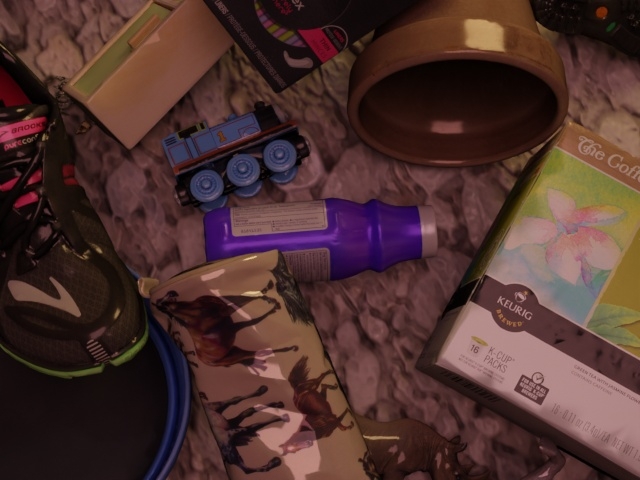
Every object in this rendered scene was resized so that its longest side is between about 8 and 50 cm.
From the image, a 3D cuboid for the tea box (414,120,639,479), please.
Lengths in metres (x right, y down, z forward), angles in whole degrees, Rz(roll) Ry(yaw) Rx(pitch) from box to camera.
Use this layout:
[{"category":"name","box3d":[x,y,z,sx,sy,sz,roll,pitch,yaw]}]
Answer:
[{"category":"tea box","box3d":[0.338,0.089,1.444,0.329,0.220,0.324,29,82,2]}]

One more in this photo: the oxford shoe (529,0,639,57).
[{"category":"oxford shoe","box3d":[0.361,-0.295,1.565,0.227,0.096,0.083,13,106,-21]}]

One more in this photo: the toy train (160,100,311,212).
[{"category":"toy train","box3d":[-0.107,-0.108,1.529,0.184,0.080,0.105,-23,78,-5]}]

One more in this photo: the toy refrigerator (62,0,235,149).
[{"category":"toy refrigerator","box3d":[-0.190,-0.249,1.514,0.269,0.102,0.094,-46,122,-6]}]

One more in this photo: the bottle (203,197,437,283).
[{"category":"bottle","box3d":[0.000,0.000,1.495,0.282,0.118,0.092,-5,67,-2]}]

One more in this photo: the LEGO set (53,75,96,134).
[{"category":"LEGO set","box3d":[-0.318,-0.177,1.556,0.083,0.023,0.054,41,83,4]}]

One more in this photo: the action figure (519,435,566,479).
[{"category":"action figure","box3d":[0.240,0.442,1.386,0.330,0.178,0.341,-51,62,27]}]

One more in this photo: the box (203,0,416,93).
[{"category":"box","box3d":[0.007,-0.326,1.396,0.270,0.143,0.165,-33,123,12]}]

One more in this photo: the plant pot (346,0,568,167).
[{"category":"plant pot","box3d":[0.164,-0.249,1.486,0.263,0.263,0.229,3,66,-2]}]

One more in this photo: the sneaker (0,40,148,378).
[{"category":"sneaker","box3d":[-0.350,-0.051,1.389,0.185,0.202,0.483,-27,65,-15]}]

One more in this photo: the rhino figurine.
[{"category":"rhino figurine","box3d":[0.089,0.269,1.488,0.243,0.073,0.106,7,85,-2]}]

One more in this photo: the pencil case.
[{"category":"pencil case","box3d":[-0.057,0.203,1.368,0.183,0.160,0.410,-22,91,3]}]

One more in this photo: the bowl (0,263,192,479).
[{"category":"bowl","box3d":[-0.346,0.189,1.436,0.391,0.077,0.391,0,66,-1]}]
